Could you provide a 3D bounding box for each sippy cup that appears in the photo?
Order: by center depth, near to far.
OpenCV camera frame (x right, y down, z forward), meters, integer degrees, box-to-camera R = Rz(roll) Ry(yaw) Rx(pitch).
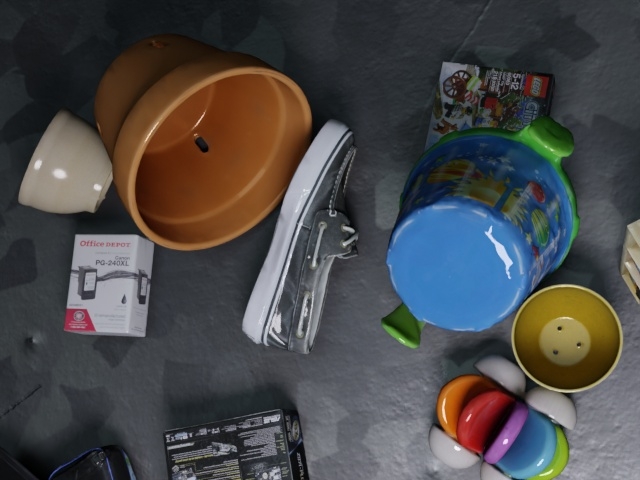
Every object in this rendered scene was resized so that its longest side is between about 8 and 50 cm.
[{"bbox_3d":[0.189,-0.003,1.186,0.240,0.224,0.305,3,111,20],"label":"sippy cup"}]

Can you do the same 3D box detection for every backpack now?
[{"bbox_3d":[-0.323,0.357,1.373,0.114,0.084,0.105,-27,74,16],"label":"backpack"}]

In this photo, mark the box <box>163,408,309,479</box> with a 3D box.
[{"bbox_3d":[-0.113,0.321,1.325,0.180,0.077,0.147,-14,75,13],"label":"box"}]

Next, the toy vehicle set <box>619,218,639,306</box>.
[{"bbox_3d":[0.414,0.075,1.128,0.035,0.267,0.166,-29,71,7],"label":"toy vehicle set"}]

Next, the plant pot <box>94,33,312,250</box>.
[{"bbox_3d":[-0.185,-0.161,1.359,0.291,0.291,0.203,-47,54,2],"label":"plant pot"}]

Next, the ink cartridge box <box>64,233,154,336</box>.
[{"bbox_3d":[-0.318,0.066,1.445,0.109,0.063,0.150,0,79,16],"label":"ink cartridge box"}]

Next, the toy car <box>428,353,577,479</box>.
[{"bbox_3d":[0.228,0.237,1.214,0.182,0.136,0.159,33,88,20],"label":"toy car"}]

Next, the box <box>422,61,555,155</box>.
[{"bbox_3d":[0.228,-0.127,1.340,0.159,0.044,0.233,10,81,18],"label":"box"}]

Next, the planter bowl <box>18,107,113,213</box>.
[{"bbox_3d":[-0.374,-0.107,1.462,0.109,0.162,0.162,25,86,-8],"label":"planter bowl"}]

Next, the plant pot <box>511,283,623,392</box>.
[{"bbox_3d":[0.316,0.128,1.232,0.134,0.095,0.134,-2,80,13],"label":"plant pot"}]

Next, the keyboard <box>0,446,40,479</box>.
[{"bbox_3d":[-0.385,0.446,1.358,0.317,0.033,0.201,28,111,33],"label":"keyboard"}]

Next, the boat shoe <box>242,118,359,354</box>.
[{"bbox_3d":[0.000,0.000,1.354,0.119,0.121,0.335,20,95,11],"label":"boat shoe"}]
